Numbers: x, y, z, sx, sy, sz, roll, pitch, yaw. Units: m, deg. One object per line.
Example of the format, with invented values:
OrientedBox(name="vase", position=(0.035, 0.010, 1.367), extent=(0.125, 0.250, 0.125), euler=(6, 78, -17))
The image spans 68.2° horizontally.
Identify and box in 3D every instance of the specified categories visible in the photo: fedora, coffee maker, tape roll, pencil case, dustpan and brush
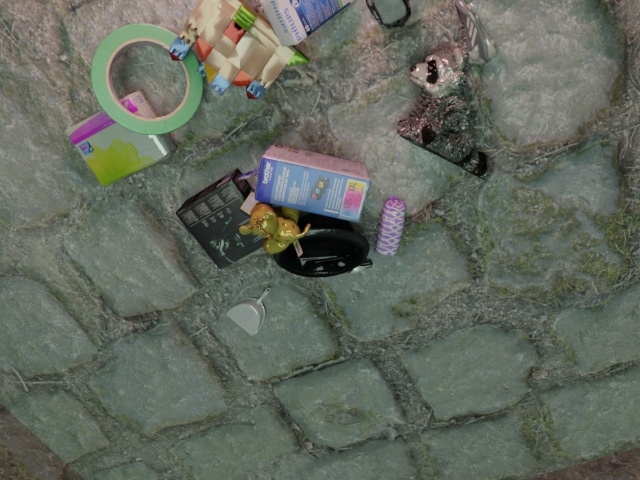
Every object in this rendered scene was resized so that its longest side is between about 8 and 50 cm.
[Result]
OrientedBox(name="fedora", position=(0.000, 0.000, 1.658), extent=(0.334, 0.152, 0.334), euler=(-3, 144, -2))
OrientedBox(name="coffee maker", position=(0.174, -0.675, 1.319), extent=(0.171, 0.178, 0.120), euler=(31, 114, -11))
OrientedBox(name="tape roll", position=(-0.526, -0.489, 1.454), extent=(0.321, 0.077, 0.321), euler=(-4, 104, -16))
OrientedBox(name="pencil case", position=(0.250, -0.045, 1.678), extent=(0.086, 0.088, 0.206), euler=(11, 117, 2))
OrientedBox(name="dustpan and brush", position=(-0.265, 0.266, 1.894), extent=(0.147, 0.060, 0.211), euler=(40, 120, -1))

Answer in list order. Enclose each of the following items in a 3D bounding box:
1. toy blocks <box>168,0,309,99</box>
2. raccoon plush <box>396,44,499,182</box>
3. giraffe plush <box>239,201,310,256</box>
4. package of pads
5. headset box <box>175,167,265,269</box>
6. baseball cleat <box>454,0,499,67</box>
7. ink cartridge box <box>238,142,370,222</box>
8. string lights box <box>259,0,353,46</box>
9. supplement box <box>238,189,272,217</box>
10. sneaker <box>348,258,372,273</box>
OrientedBox(name="toy blocks", position=(-0.263, -0.554, 1.389), extent=(0.381, 0.191, 0.261), euler=(33, 112, -23))
OrientedBox(name="raccoon plush", position=(0.437, -0.403, 1.480), extent=(0.446, 0.216, 0.299), euler=(18, 105, -37))
OrientedBox(name="giraffe plush", position=(-0.156, -0.048, 1.460), extent=(0.170, 0.210, 0.181), euler=(25, 106, -44))
OrientedBox(name="package of pads", position=(-0.666, -0.335, 1.591), extent=(0.296, 0.101, 0.229), euler=(-23, 112, 15))
OrientedBox(name="headset box", position=(-0.319, -0.066, 1.683), extent=(0.246, 0.131, 0.283), euler=(-29, 111, 16))
OrientedBox(name="baseball cleat", position=(0.437, -0.606, 1.396), extent=(0.109, 0.072, 0.206), euler=(-35, 105, 26))
OrientedBox(name="ink cartridge box", position=(-0.054, -0.200, 1.520), extent=(0.395, 0.270, 0.151), euler=(14, 109, -3))
OrientedBox(name="string lights box", position=(-0.027, -0.663, 1.300), extent=(0.259, 0.077, 0.133), euler=(-45, 127, -20))
OrientedBox(name="supplement box", position=(-0.208, -0.109, 1.542), extent=(0.056, 0.083, 0.083), euler=(34, 89, 15))
OrientedBox(name="sneaker", position=(0.145, 0.100, 1.790), extent=(0.109, 0.040, 0.044), euler=(-10, 132, 13))
